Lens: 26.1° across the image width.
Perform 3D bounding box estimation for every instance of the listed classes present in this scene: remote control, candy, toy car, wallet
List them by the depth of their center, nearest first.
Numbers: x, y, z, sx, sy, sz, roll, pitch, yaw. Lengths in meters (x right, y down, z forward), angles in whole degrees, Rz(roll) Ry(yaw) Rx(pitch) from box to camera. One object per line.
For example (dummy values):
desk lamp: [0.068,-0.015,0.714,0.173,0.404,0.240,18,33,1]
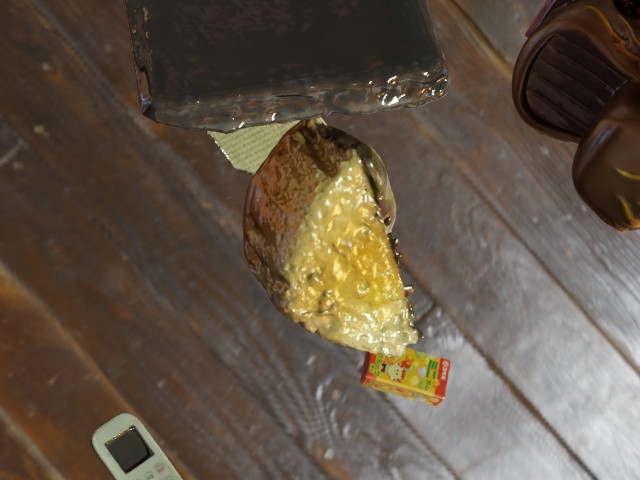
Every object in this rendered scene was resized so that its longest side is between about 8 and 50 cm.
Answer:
wallet: [-0.036,-0.172,0.689,0.146,0.030,0.285,-8,56,-9]
toy car: [0.383,-0.169,1.768,0.341,0.240,0.271,40,138,12]
candy: [0.120,0.188,1.959,0.122,0.038,0.062,16,61,-7]
remote control: [-0.231,0.397,2.062,0.090,0.038,0.309,-32,82,-32]

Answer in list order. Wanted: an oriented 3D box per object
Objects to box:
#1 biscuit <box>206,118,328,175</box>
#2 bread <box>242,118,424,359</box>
biscuit: [-0.088,-0.171,1.773,0.147,0.046,0.250,-26,109,36]
bread: [0.000,0.000,1.496,0.163,0.204,0.262,-21,118,-9]
